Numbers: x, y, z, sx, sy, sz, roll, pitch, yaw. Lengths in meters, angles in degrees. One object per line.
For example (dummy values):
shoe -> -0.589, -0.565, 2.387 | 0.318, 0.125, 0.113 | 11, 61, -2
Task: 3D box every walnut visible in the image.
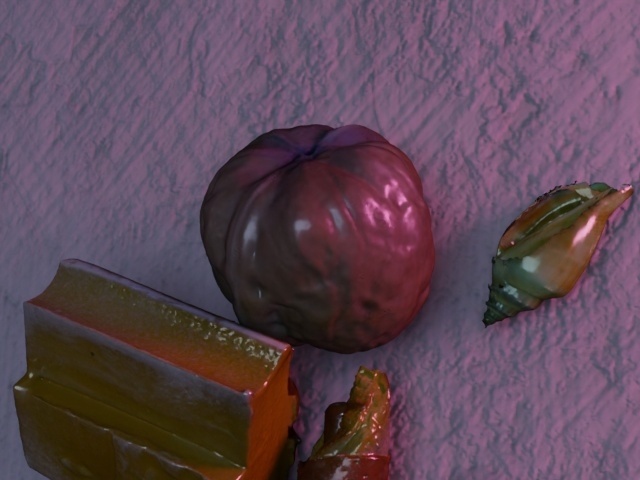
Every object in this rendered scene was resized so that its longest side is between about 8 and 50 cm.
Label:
walnut -> -0.001, 0.001, 1.350 | 0.248, 0.248, 0.248 | -3, 78, 17

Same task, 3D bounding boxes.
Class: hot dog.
hot dog -> 0.020, 0.259, 1.348 | 0.093, 0.123, 0.261 | 4, 80, -7

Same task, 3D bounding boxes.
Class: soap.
soap -> -0.169, 0.177, 1.365 | 0.281, 0.143, 0.259 | 20, 127, 23

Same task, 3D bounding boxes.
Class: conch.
conch -> 0.233, 0.009, 1.360 | 0.095, 0.079, 0.201 | 27, 71, 33
